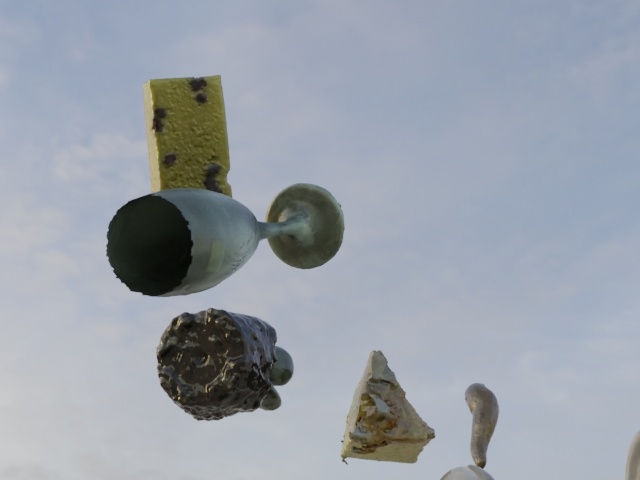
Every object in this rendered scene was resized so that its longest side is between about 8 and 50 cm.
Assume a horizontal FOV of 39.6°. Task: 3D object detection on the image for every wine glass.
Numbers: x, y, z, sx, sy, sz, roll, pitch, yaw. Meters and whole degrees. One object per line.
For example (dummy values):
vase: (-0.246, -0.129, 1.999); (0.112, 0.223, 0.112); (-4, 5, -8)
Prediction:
wine glass: (0.000, 0.000, 0.816); (0.264, 0.096, 0.309); (5, 5, 22)

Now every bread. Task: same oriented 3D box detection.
bread: (0.091, 0.250, 1.295); (0.127, 0.152, 0.147); (3, -31, -7)
bread: (-0.141, -0.065, 0.966); (0.088, 0.226, 0.049); (-7, 3, -21)

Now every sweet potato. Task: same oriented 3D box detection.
sweet potato: (0.308, 0.335, 1.692); (0.059, 0.249, 0.069); (30, -61, -11)

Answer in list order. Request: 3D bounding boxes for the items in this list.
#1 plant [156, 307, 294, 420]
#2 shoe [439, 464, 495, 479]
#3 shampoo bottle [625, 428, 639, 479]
plant: (-0.122, 0.179, 1.239); (0.149, 0.146, 0.274); (2, -10, 15)
shoe: (0.075, 0.401, 0.997); (0.198, 0.350, 0.172); (22, -17, 16)
shampoo bottle: (0.641, 0.391, 1.382); (0.267, 0.273, 0.273); (2, -35, -4)
